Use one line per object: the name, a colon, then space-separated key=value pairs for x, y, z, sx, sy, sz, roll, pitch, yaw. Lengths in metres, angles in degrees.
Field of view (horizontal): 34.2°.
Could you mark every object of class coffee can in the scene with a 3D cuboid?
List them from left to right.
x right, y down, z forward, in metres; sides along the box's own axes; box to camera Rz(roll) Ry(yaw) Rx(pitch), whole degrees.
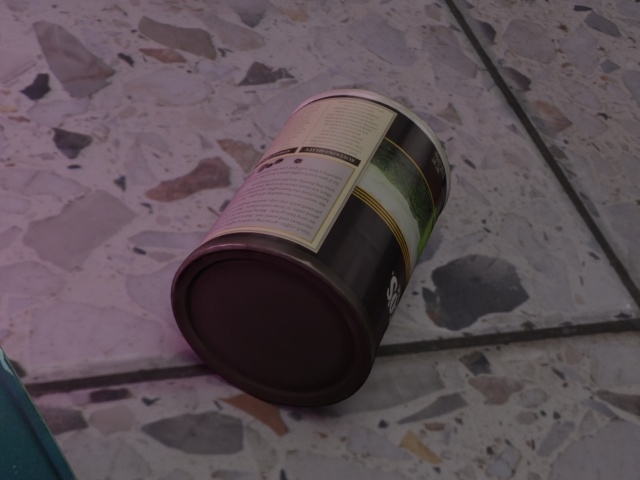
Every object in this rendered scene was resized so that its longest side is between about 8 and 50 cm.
coffee can: x=0.000 y=0.000 z=1.053 sx=0.202 sy=0.201 sz=0.275 roll=25 pitch=45 yaw=5

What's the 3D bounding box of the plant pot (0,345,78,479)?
plant pot: x=-0.335 y=0.175 z=0.749 sx=0.255 sy=0.271 sz=0.271 roll=-32 pitch=62 yaw=-22
